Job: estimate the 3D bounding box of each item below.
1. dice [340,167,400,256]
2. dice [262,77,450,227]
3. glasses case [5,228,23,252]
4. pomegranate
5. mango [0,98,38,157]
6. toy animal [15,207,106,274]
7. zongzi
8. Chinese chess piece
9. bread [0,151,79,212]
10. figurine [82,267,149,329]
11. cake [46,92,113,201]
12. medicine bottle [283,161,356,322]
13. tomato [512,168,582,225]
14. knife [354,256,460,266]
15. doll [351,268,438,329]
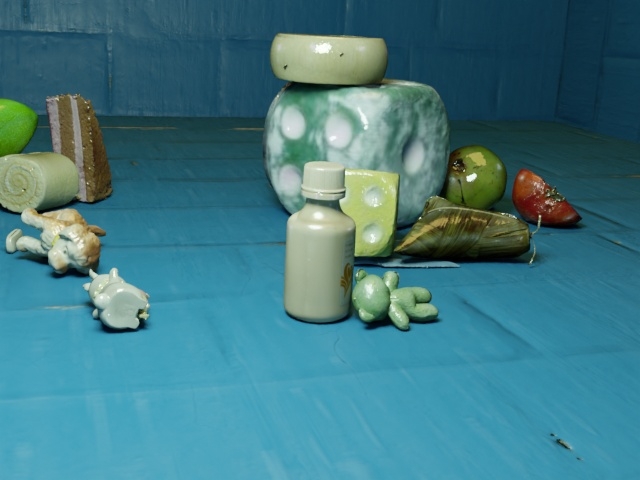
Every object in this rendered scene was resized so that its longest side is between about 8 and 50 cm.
[{"bbox_3d":[0.073,-0.059,1.742,0.166,0.169,0.169,6,6,7],"label":"dice"},{"bbox_3d":[0.086,-0.219,2.068,0.348,0.327,0.331,16,20,39],"label":"dice"},{"bbox_3d":[-0.600,0.001,1.690,0.021,0.032,0.083,-1,16,-4],"label":"glasses case"},{"bbox_3d":[0.399,-0.147,2.183,0.211,0.179,0.179,8,10,-34],"label":"pomegranate"},{"bbox_3d":[-0.836,-0.214,1.995,0.382,0.225,0.201,-25,57,-7],"label":"mango"},{"bbox_3d":[-0.441,0.001,1.607,0.184,0.104,0.185,-2,10,-44],"label":"toy animal"},{"bbox_3d":[0.297,0.008,1.733,0.248,0.111,0.241,13,29,20],"label":"zongzi"},{"bbox_3d":[0.020,-0.414,1.952,0.274,0.102,0.273,2,16,-1],"label":"Chinese chess piece"},{"bbox_3d":[-0.657,-0.136,1.990,0.148,0.133,0.141,19,16,17],"label":"bread"},{"bbox_3d":[-0.321,0.097,1.358,0.098,0.081,0.146,44,-8,-25],"label":"figurine"},{"bbox_3d":[-0.581,-0.210,2.061,0.116,0.295,0.112,2,35,8],"label":"cake"},{"bbox_3d":[0.000,0.000,1.394,0.114,0.252,0.114,2,16,-1],"label":"medicine bottle"},{"bbox_3d":[0.540,-0.085,2.126,0.189,0.099,0.173,43,2,1],"label":"tomato"},{"bbox_3d":[0.125,0.043,1.712,0.313,0.019,0.044,1,19,-9],"label":"knife"},{"bbox_3d":[0.119,0.104,1.412,0.151,0.077,0.115,9,50,-19],"label":"doll"}]
